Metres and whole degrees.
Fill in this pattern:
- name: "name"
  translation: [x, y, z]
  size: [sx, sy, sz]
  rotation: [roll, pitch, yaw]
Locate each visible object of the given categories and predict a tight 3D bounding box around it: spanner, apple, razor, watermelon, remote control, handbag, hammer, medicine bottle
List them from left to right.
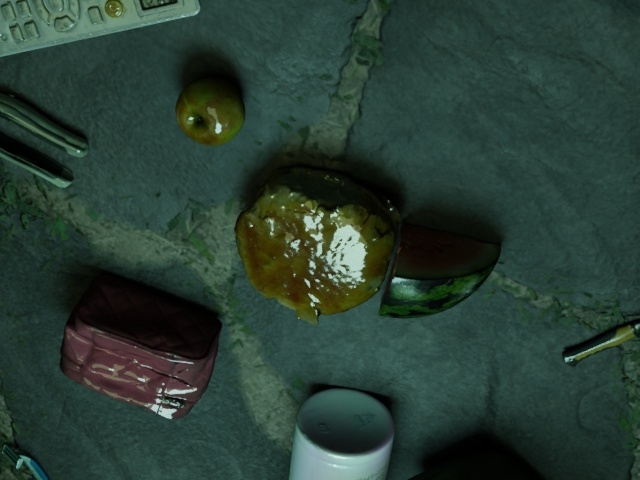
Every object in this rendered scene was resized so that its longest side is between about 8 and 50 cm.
- name: "spanner"
  translation: [-0.473, -0.179, 1.391]
  size: [0.325, 0.040, 0.095]
  rotation: [29, 124, -10]
- name: "razor"
  translation: [-0.492, 0.432, 1.799]
  size: [0.068, 0.037, 0.191]
  rotation: [22, 143, 50]
- name: "remote control"
  translation: [-0.306, -0.308, 1.272]
  size: [0.313, 0.055, 0.109]
  rotation: [-9, 114, 11]
- name: "handbag"
  translation: [-0.266, 0.160, 1.513]
  size: [0.225, 0.146, 0.135]
  rotation: [21, 119, -3]
- name: "apple"
  translation: [-0.142, -0.167, 1.317]
  size: [0.090, 0.074, 0.089]
  rotation: [6, 124, 9]
- name: "medicine bottle"
  translation: [0.026, 0.372, 1.593]
  size: [0.152, 0.152, 0.253]
  rotation: [10, 124, 4]
- name: "watermelon"
  translation: [0.141, 0.064, 1.398]
  size: [0.193, 0.137, 0.145]
  rotation: [-11, 131, -34]
- name: "hammer"
  translation: [0.431, 0.126, 1.433]
  size: [0.201, 0.021, 0.078]
  rotation: [-28, 114, 24]

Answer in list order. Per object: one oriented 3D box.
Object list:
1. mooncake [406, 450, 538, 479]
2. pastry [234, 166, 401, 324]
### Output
- name: "mooncake"
  translation: [0.247, 0.498, 1.515]
  size: [0.194, 0.356, 0.356]
  rotation: [-36, 110, 26]
- name: "pastry"
  translation: [0.000, 0.000, 1.385]
  size: [0.229, 0.100, 0.218]
  rotation: [-17, 114, 26]
